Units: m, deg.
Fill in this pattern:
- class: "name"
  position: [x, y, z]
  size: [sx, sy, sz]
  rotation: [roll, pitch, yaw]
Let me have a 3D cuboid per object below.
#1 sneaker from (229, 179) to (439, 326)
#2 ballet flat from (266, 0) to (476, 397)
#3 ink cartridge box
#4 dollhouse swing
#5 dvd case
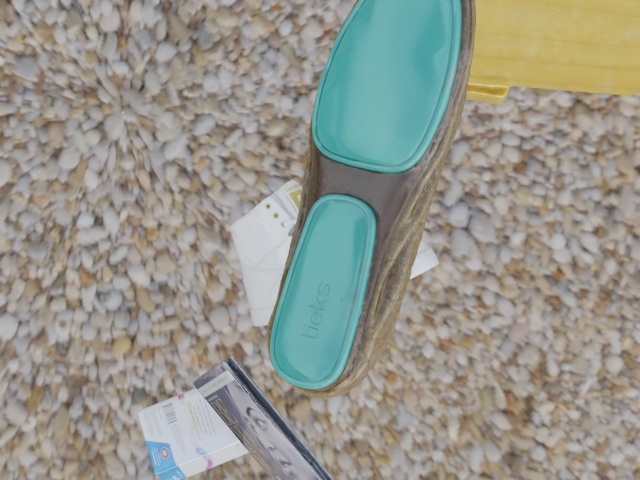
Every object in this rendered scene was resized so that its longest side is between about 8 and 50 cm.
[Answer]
- class: "sneaker"
  position: [0.000, 0.000, 1.411]
  size: [0.293, 0.108, 0.169]
  rotation: [-17, 92, 37]
- class: "ballet flat"
  position: [0.050, -0.045, 0.867]
  size: [0.116, 0.124, 0.342]
  rotation: [16, 98, 25]
- class: "ink cartridge box"
  position: [-0.147, 0.229, 1.364]
  size: [0.122, 0.052, 0.088]
  rotation: [-22, 58, -2]
- class: "dollhouse swing"
  position: [0.258, -0.350, 1.380]
  size: [0.305, 0.347, 0.315]
  rotation: [-9, 72, 4]
- class: "dvd case"
  position: [-0.047, 0.221, 1.189]
  size: [0.018, 0.164, 0.221]
  rotation: [-39, 89, -22]
